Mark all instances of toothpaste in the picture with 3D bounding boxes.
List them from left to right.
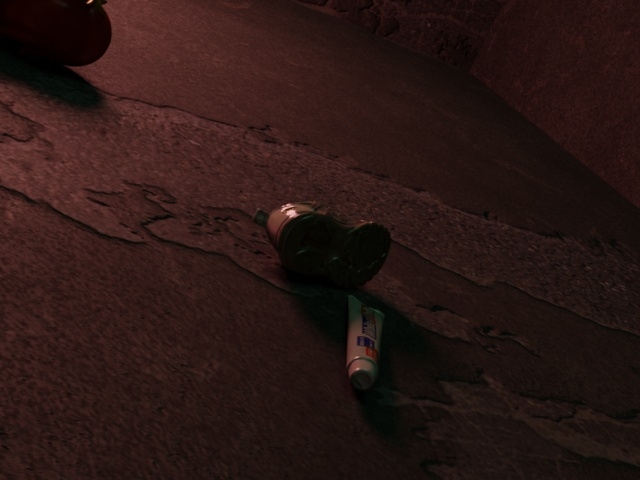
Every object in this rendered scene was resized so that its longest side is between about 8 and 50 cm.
[{"bbox_3d":[0.046,0.107,1.044,0.052,0.033,0.218,29,15,-5],"label":"toothpaste"}]

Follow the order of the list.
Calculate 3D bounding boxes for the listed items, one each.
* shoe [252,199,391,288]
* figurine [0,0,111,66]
[{"bbox_3d":[0.000,0.000,1.180,0.180,0.089,0.092,10,13,-42],"label":"shoe"},{"bbox_3d":[-0.433,-0.370,1.449,0.257,0.181,0.208,53,-7,48],"label":"figurine"}]
